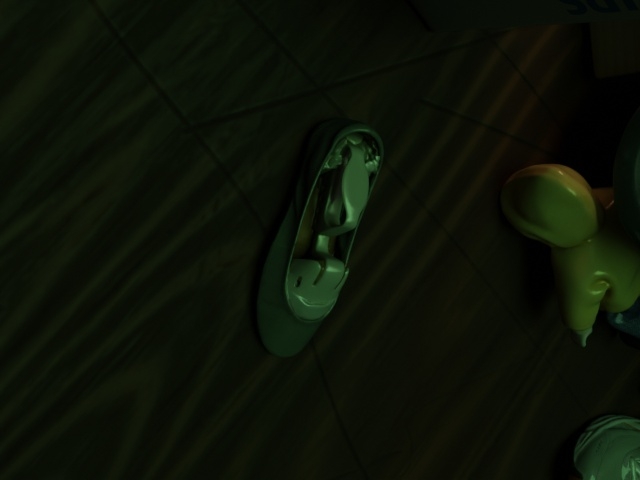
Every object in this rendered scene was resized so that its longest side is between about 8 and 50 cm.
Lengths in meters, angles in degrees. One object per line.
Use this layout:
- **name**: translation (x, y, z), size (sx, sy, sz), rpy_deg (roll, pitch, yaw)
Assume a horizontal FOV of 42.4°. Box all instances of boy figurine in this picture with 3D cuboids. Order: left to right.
- **boy figurine**: translation (0.291, 0.022, 0.862), size (0.285, 0.092, 0.177), rpy_deg (35, 76, -30)

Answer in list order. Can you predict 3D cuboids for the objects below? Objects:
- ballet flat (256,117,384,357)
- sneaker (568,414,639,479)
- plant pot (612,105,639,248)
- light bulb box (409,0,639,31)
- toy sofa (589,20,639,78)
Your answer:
- **ballet flat**: translation (0.000, 0.000, 0.690), size (0.072, 0.068, 0.213), rpy_deg (15, 90, -33)
- **sneaker**: translation (0.402, 0.256, 0.953), size (0.263, 0.121, 0.099), rpy_deg (-6, 100, -31)
- **plant pot**: translation (0.429, -0.054, 0.771), size (0.255, 0.272, 0.271), rpy_deg (5, 95, -32)
- **light bulb box**: translation (0.144, -0.351, 0.551), size (0.361, 0.358, 0.225), rpy_deg (44, 77, -31)
- **toy sofa**: translation (0.465, -0.262, 0.867), size (0.363, 0.177, 0.150), rpy_deg (-10, 97, -30)
